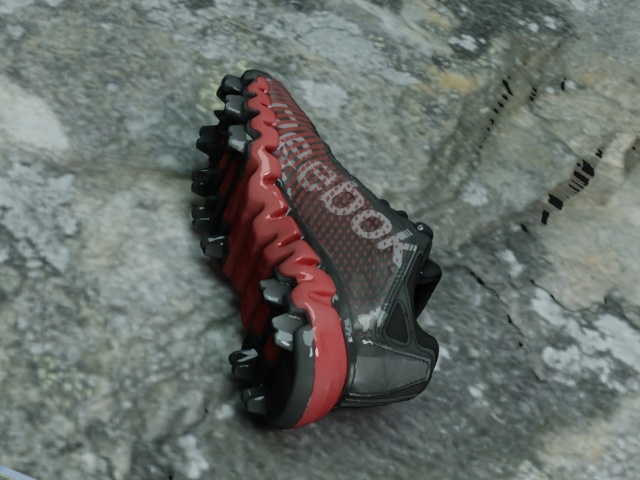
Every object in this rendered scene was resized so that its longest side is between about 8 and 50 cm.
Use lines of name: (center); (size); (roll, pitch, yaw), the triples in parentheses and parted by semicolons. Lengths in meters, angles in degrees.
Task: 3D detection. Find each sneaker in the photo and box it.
sneaker: (0.000, 0.000, 1.022); (0.135, 0.097, 0.276); (4, 45, -23)

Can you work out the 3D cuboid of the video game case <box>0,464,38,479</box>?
video game case: (-0.117, 0.238, 0.717); (0.244, 0.061, 0.269); (24, 38, -3)
